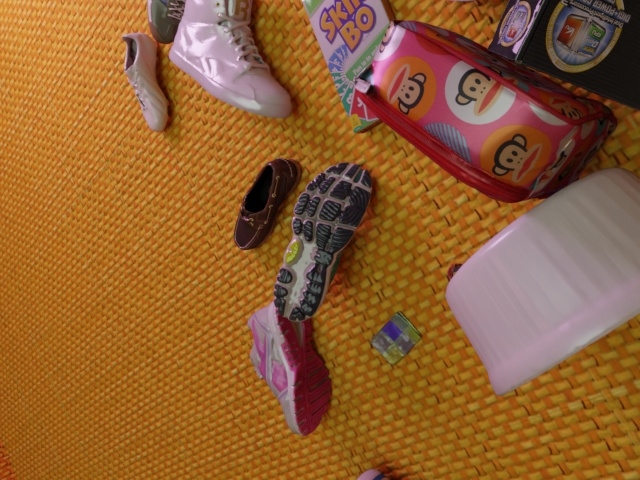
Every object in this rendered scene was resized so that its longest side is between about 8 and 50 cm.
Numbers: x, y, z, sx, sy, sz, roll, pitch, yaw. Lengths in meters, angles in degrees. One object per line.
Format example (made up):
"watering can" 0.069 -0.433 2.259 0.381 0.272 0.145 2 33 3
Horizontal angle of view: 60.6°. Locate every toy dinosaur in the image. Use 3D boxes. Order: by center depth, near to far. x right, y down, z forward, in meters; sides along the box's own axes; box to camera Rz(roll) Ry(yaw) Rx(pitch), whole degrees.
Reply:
"toy dinosaur" 0.221 0.067 0.784 0.082 0.090 0.047 30 102 -7

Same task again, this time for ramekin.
"ramekin" 0.278 0.044 0.618 0.277 0.277 0.135 -46 65 32

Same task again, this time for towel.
"towel" 0.123 0.164 0.904 0.060 0.009 0.083 49 122 18

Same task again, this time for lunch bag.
"lunch bag" 0.181 -0.161 0.624 0.258 0.293 0.120 43 121 24

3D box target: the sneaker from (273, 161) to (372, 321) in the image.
"sneaker" 0.000 0.000 0.900 0.107 0.110 0.275 26 97 10

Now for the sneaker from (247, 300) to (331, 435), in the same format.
"sneaker" -0.063 0.228 1.000 0.111 0.103 0.252 -17 83 40

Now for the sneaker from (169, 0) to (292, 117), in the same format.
"sneaker" -0.145 -0.337 0.931 0.292 0.108 0.169 37 121 25

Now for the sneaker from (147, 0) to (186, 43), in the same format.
"sneaker" -0.267 -0.463 1.015 0.086 0.064 0.192 21 108 35

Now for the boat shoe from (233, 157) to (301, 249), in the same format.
"boat shoe" -0.112 -0.063 0.985 0.073 0.073 0.207 42 121 20

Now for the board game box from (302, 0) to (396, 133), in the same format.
"board game box" 0.060 -0.310 0.841 0.124 0.039 0.259 -24 83 35

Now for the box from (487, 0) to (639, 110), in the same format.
"box" 0.331 -0.244 0.536 0.060 0.270 0.216 -116 43 -58

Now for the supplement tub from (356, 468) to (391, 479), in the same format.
"supplement tub" 0.126 0.487 0.883 0.200 0.144 0.144 27 114 27

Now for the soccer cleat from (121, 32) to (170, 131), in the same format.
"soccer cleat" -0.357 -0.316 1.101 0.068 0.076 0.196 -3 98 35
